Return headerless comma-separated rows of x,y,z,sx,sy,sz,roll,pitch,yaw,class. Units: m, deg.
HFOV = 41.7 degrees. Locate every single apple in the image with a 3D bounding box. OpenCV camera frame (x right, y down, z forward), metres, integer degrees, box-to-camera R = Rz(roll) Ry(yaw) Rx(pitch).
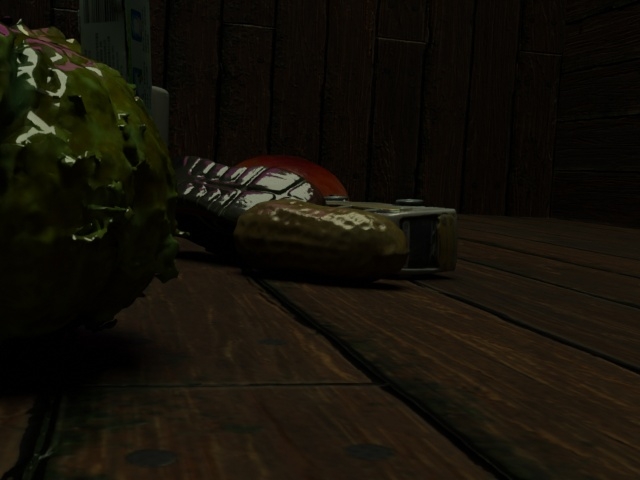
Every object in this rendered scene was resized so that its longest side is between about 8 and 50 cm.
-0.080,-0.080,1.578,0.251,0.163,0.293,1,3,-38,apple

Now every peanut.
0.000,0.000,1.021,0.226,0.095,0.108,6,9,25,peanut

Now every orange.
-0.239,-0.039,0.544,0.301,0.223,0.300,16,12,-33,orange

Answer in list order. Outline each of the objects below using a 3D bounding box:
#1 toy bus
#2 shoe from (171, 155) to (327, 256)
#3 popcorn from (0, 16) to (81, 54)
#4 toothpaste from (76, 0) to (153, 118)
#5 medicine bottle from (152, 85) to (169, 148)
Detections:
0.036,-0.014,1.209,0.138,0.097,0.342,-3,7,-39,toy bus
-0.121,-0.033,1.190,0.291,0.137,0.114,10,49,32,shoe
-0.385,-0.183,1.125,0.252,0.215,0.286,9,8,-1,popcorn
-0.248,-0.136,1.040,0.067,0.336,0.081,0,4,13,toothpaste
-0.312,-0.118,1.333,0.144,0.252,0.144,0,3,0,medicine bottle
